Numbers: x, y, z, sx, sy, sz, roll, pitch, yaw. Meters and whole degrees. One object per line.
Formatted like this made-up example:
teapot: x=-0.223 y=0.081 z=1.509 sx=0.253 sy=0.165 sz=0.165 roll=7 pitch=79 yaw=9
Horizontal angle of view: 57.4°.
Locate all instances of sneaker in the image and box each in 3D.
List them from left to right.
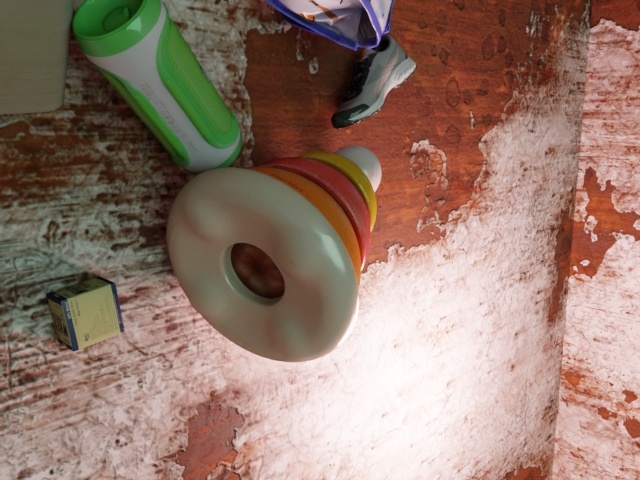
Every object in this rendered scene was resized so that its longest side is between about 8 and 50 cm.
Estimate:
sneaker: x=0.096 y=-0.333 z=1.237 sx=0.108 sy=0.100 sz=0.271 roll=51 pitch=58 yaw=-23

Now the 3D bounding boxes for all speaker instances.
speaker: x=-0.222 y=-0.220 z=0.850 sx=0.131 sy=0.131 sz=0.296 roll=-61 pitch=152 yaw=-18

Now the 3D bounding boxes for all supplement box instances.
supplement box: x=-0.353 y=0.109 z=0.881 sx=0.083 sy=0.056 sz=0.083 roll=-22 pitch=113 yaw=-42

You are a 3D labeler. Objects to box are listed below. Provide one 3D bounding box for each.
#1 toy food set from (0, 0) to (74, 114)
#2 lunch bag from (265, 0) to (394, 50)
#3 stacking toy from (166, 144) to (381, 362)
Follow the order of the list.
toy food set: x=-0.433 y=-0.259 z=0.667 sx=0.306 sy=0.092 sz=0.219 roll=-17 pitch=143 yaw=-44
lunch bag: x=0.004 y=-0.557 z=0.989 sx=0.386 sy=0.239 sz=0.327 roll=23 pitch=80 yaw=-39
stacking toy: x=-0.004 y=-0.045 z=1.063 sx=0.480 sy=0.351 sz=0.350 roll=-44 pitch=128 yaw=-47
